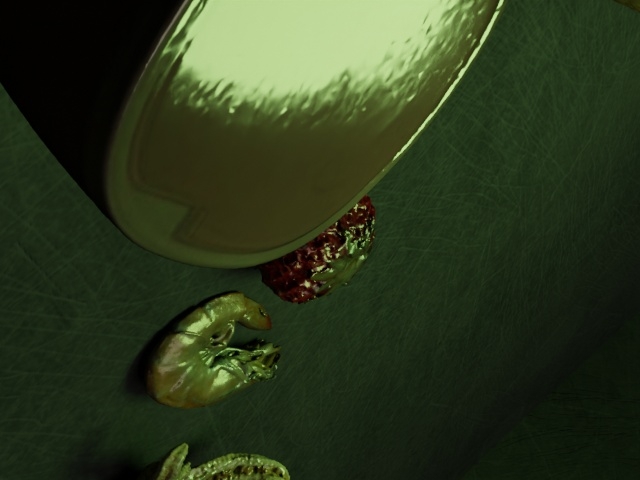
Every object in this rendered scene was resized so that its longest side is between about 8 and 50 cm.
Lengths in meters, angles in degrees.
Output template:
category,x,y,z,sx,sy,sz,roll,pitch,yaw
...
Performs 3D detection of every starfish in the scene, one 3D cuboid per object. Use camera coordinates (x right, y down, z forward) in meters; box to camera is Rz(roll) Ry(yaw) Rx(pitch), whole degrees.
category,x,y,z,sx,sy,sz,roll,pitch,yaw
starfish,-0.186,0.315,1.290,0.327,0.094,0.375,-26,156,-21

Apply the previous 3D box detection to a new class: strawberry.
category,x,y,z,sx,sy,sz,roll,pitch,yaw
strawberry,0.000,0.000,1.134,0.145,0.086,0.145,-36,155,-20

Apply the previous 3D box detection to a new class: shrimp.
category,x,y,z,sx,sy,sz,roll,pitch,yaw
shrimp,-0.099,0.113,1.204,0.236,0.053,0.133,3,105,-56

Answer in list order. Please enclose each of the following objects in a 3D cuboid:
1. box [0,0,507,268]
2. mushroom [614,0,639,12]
category,x,y,z,sx,sy,sz,roll,pitch,yaw
box,-0.060,-0.154,0.637,0.301,0.216,0.301,-39,157,-21
mushroom,0.313,-0.359,0.877,0.224,0.314,0.397,-44,151,-17
